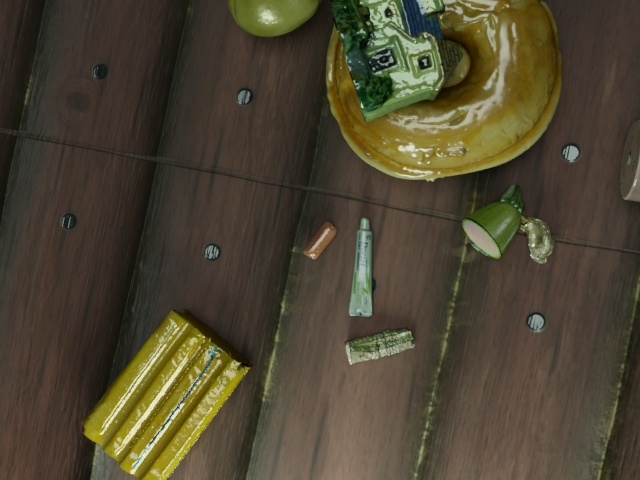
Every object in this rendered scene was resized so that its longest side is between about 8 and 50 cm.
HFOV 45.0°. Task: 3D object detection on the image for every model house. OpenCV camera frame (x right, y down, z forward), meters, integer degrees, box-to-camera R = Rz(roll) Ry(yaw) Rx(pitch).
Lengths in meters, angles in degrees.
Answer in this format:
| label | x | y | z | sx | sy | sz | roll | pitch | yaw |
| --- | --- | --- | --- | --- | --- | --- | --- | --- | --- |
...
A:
| label | x | y | z | sx | sy | sz | roll | pitch | yaw |
| --- | --- | --- | --- | --- | --- | --- | --- | --- | --- |
| model house | 0.127 | -0.328 | 1.277 | 0.189 | 0.195 | 0.214 | -16 | 88 | 3 |

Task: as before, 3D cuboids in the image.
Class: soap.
| label | x | y | z | sx | sy | sz | roll | pitch | yaw |
| --- | --- | --- | --- | --- | --- | --- | --- | --- | --- |
| soap | -0.308 | 0.316 | 1.568 | 0.204 | 0.096 | 0.324 | 38 | 94 | 10 |

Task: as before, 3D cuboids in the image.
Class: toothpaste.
| label | x | y | z | sx | sy | sz | roll | pitch | yaw |
| --- | --- | --- | --- | --- | --- | --- | --- | --- | --- |
| toothpaste | 0.085 | 0.054 | 1.540 | 0.048 | 0.029 | 0.197 | 3 | 91 | 11 |

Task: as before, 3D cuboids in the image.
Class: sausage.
| label | x | y | z | sx | sy | sz | roll | pitch | yaw |
| --- | --- | --- | --- | --- | --- | --- | --- | --- | --- |
| sausage | 0.000 | 0.000 | 1.556 | 0.034 | 0.034 | 0.083 | 38 | 94 | 10 |

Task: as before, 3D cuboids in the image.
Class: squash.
| label | x | y | z | sx | sy | sz | roll | pitch | yaw |
| --- | --- | --- | --- | --- | --- | --- | --- | --- | --- |
| squash | 0.349 | -0.042 | 1.474 | 0.132 | 0.105 | 0.105 | -41 | 80 | -12 |

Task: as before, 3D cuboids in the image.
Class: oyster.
| label | x | y | z | sx | sy | sz | roll | pitch | yaw |
| --- | --- | --- | --- | --- | --- | --- | --- | --- | --- |
| oyster | 0.416 | -0.004 | 1.487 | 0.081 | 0.038 | 0.083 | 25 | 122 | 35 |

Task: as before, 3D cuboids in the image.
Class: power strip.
| label | x | y | z | sx | sy | sz | roll | pitch | yaw |
| --- | --- | --- | --- | --- | --- | --- | --- | --- | --- |
| power strip | 0.593 | -0.144 | 1.390 | 0.078 | 0.154 | 0.154 | 7 | 89 | 10 |

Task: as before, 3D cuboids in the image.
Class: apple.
| label | x | y | z | sx | sy | sz | roll | pitch | yaw |
| --- | --- | --- | --- | --- | --- | --- | --- | --- | --- |
| apple | -0.093 | -0.498 | 1.522 | 0.200 | 0.200 | 0.200 | -1 | 87 | 11 |

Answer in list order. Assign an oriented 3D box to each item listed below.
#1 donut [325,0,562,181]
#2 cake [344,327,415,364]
| label | x | y | z | sx | sy | sz | roll | pitch | yaw |
| --- | --- | --- | --- | --- | --- | --- | --- | --- | --- |
| donut | 0.225 | -0.321 | 1.448 | 0.449 | 0.198 | 0.449 | 0 | 89 | 11 |
| cake | 0.115 | 0.208 | 1.529 | 0.140 | 0.055 | 0.051 | -12 | 83 | -7 |
